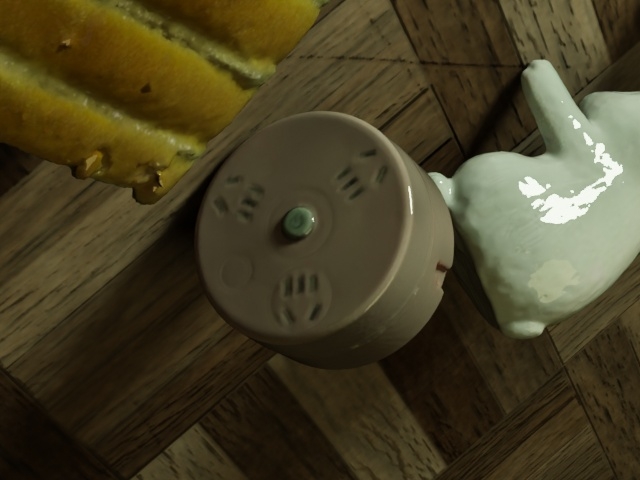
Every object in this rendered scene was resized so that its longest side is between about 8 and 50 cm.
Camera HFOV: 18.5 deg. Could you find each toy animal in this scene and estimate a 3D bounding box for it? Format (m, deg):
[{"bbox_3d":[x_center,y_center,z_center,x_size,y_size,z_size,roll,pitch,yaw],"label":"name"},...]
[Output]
[{"bbox_3d":[0.200,-0.053,1.394,0.282,0.138,0.140,-39,152,-14],"label":"toy animal"}]

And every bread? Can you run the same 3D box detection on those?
[{"bbox_3d":[-0.101,-0.153,0.968,0.239,0.111,0.246,-50,147,9],"label":"bread"}]

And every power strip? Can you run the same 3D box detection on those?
[{"bbox_3d":[0.000,0.000,1.221,0.154,0.154,0.078,-47,150,6],"label":"power strip"}]
